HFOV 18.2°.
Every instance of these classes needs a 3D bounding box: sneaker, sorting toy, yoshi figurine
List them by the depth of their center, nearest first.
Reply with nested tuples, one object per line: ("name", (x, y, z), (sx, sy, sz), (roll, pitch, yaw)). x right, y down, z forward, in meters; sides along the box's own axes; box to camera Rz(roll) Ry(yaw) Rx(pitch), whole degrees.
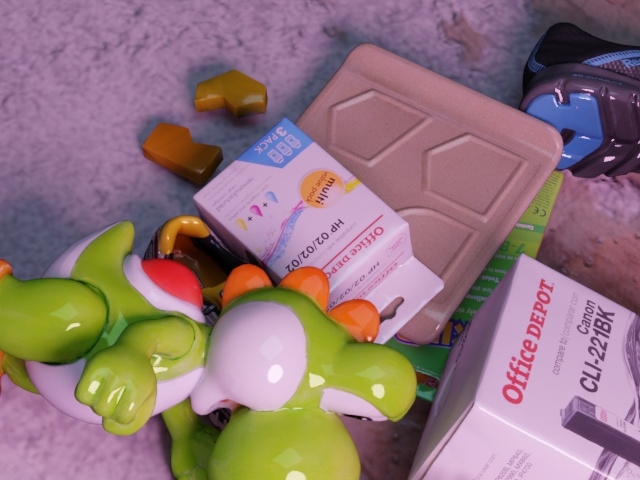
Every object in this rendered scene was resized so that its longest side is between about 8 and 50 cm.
("yoshi figurine", (-0.115, 0.124, 1.455), (0.362, 0.203, 0.203), (8, 27, 6))
("sneaker", (-0.069, 0.075, 1.565), (0.088, 0.093, 0.225), (-32, 69, -26))
("sorting toy", (0.020, -0.060, 1.679), (0.307, 0.041, 0.229), (26, 64, 19))
("sneaker", (0.340, -0.105, 1.740), (0.341, 0.125, 0.139), (19, 40, -7))

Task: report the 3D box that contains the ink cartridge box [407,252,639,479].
("ink cartridge box", (0.224, 0.158, 1.505), (0.273, 0.114, 0.197), (27, 38, -2))

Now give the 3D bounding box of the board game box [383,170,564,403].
("board game box", (0.109, 0.027, 1.664), (0.124, 0.039, 0.259), (21, 54, 4))

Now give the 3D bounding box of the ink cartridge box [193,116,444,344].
("ink cartridge box", (0.000, 0.000, 1.582), (0.104, 0.061, 0.181), (-43, 66, -14))
